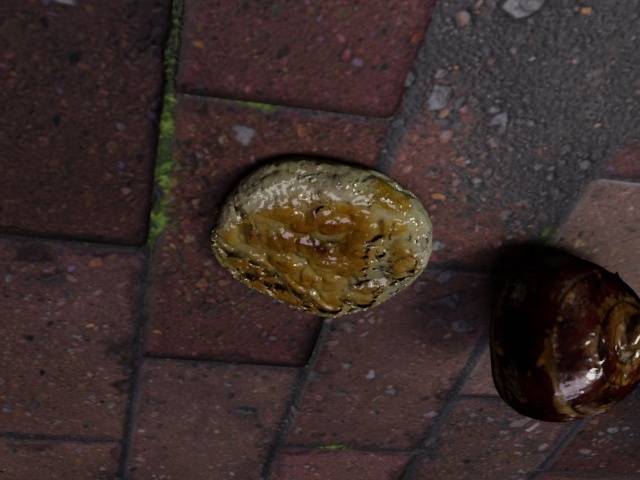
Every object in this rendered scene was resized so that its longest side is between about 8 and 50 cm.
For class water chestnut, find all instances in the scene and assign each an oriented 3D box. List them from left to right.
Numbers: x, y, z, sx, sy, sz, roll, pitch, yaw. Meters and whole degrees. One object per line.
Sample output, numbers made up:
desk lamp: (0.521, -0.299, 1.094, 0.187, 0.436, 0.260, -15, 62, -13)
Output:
water chestnut: (0.306, 0.127, 1.186, 0.223, 0.238, 0.224, -14, 113, -36)

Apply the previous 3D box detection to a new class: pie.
pie: (0.000, 0.000, 1.111, 0.274, 0.055, 0.274, 1, 139, 1)
